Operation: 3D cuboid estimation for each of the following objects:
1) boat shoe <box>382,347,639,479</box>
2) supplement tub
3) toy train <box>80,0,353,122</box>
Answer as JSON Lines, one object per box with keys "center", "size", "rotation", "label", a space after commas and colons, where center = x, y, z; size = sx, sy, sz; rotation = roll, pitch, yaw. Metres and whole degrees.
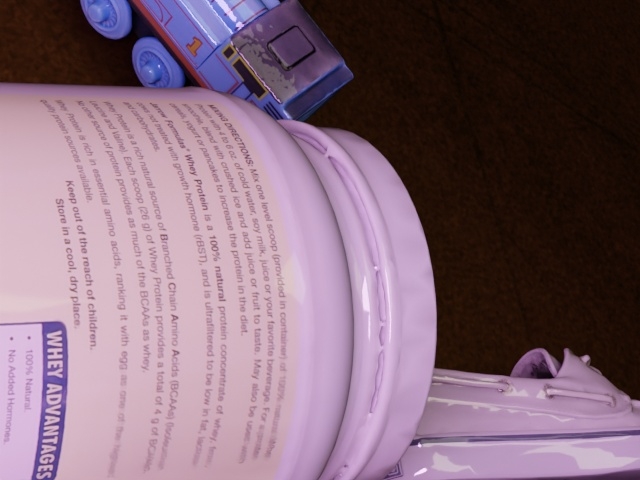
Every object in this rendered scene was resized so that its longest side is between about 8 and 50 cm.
{"center": [0.144, 0.111, 1.024], "size": [0.268, 0.096, 0.088], "rotation": [0, 72, -23], "label": "boat shoe"}
{"center": [-0.131, 0.041, 0.790], "size": [0.325, 0.235, 0.235], "rotation": [-1, 68, -33], "label": "supplement tub"}
{"center": [-0.068, -0.130, 0.994], "size": [0.080, 0.105, 0.184], "rotation": [-38, 90, -39], "label": "toy train"}
